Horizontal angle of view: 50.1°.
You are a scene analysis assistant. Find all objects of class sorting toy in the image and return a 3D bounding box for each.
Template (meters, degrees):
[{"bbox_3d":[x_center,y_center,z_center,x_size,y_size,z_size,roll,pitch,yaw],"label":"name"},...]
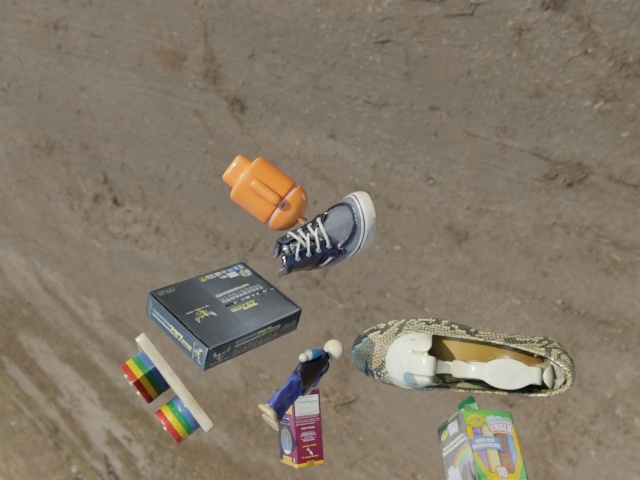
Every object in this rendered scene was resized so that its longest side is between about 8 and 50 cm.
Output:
[{"bbox_3d":[-0.361,0.355,1.576,0.257,0.089,0.255,52,161,5],"label":"sorting toy"}]

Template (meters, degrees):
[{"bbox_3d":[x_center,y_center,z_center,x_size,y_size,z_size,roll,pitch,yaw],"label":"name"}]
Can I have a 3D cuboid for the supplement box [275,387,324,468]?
[{"bbox_3d":[-0.054,0.471,1.744,0.104,0.081,0.188,-16,77,61],"label":"supplement box"}]

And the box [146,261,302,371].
[{"bbox_3d":[-0.179,0.134,1.289,0.183,0.233,0.059,37,127,31],"label":"box"}]

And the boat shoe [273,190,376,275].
[{"bbox_3d":[0.000,0.000,1.545,0.340,0.158,0.127,126,128,-62],"label":"boat shoe"}]

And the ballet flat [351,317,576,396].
[{"bbox_3d":[0.299,0.259,1.465,0.483,0.182,0.164,3,95,9],"label":"ballet flat"}]

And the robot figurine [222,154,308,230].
[{"bbox_3d":[-0.121,-0.108,1.603,0.219,0.128,0.158,37,144,-1],"label":"robot figurine"}]

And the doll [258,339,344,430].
[{"bbox_3d":[-0.028,0.243,1.200,0.046,0.189,0.129,32,152,27],"label":"doll"}]

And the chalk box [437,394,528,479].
[{"bbox_3d":[0.357,0.461,1.546,0.132,0.213,0.132,9,142,-17],"label":"chalk box"}]
